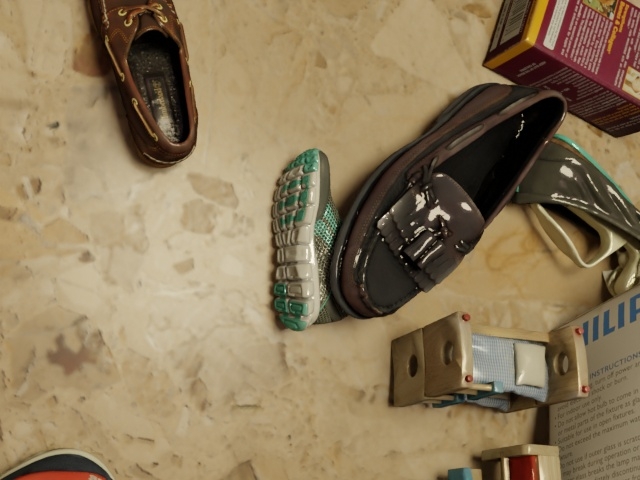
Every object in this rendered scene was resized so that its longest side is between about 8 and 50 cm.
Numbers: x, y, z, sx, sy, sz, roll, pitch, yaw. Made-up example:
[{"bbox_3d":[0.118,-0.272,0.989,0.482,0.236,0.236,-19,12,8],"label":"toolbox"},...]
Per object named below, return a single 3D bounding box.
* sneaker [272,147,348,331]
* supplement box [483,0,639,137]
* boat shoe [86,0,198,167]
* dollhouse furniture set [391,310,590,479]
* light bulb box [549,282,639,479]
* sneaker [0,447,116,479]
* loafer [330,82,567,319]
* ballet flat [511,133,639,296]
[{"bbox_3d":[0.000,0.000,0.742,0.076,0.065,0.166,5,85,-37],"label":"sneaker"},{"bbox_3d":[0.282,-0.199,0.851,0.188,0.081,0.104,24,76,-17],"label":"supplement box"},{"bbox_3d":[-0.147,-0.167,0.690,0.073,0.073,0.206,-18,89,-21],"label":"boat shoe"},{"bbox_3d":[0.152,0.171,0.716,0.129,0.129,0.183,8,69,-20],"label":"dollhouse furniture set"},{"bbox_3d":[0.409,0.255,0.717,0.358,0.225,0.361,23,54,-17],"label":"light bulb box"},{"bbox_3d":[-0.285,0.280,0.547,0.350,0.148,0.131,-43,100,-19],"label":"sneaker"},{"bbox_3d":[0.123,-0.049,0.741,0.302,0.095,0.109,-50,119,-27],"label":"loafer"},{"bbox_3d":[0.314,0.003,0.843,0.280,0.095,0.096,34,83,-4],"label":"ballet flat"}]
